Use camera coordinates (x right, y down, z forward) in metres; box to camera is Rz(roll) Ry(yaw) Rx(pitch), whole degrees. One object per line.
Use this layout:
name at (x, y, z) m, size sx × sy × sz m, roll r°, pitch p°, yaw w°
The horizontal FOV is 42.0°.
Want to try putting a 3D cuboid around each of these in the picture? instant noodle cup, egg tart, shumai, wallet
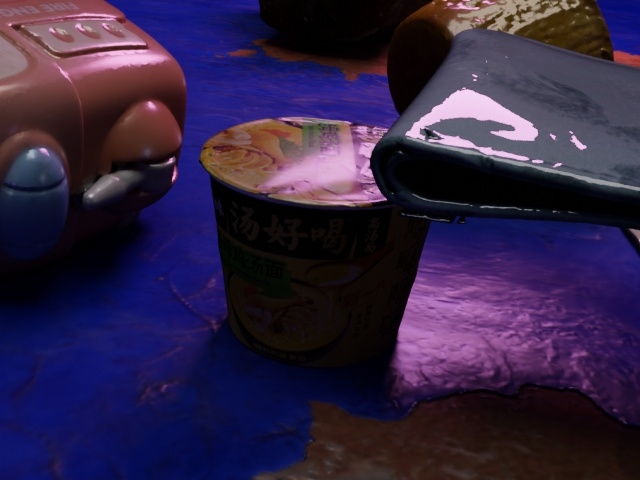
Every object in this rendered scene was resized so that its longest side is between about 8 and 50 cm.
instant noodle cup at (0.000, 0.000, 0.523) m, size 0.152 × 0.122 × 0.151 m, roll 3°, pitch 23°, yaw -1°
egg tart at (0.172, -0.173, 0.837) m, size 0.171 × 0.215 × 0.215 m, roll -24°, pitch 35°, yaw -21°
shumai at (0.037, -0.450, 1.296) m, size 0.398 × 0.324 × 0.323 m, roll 12°, pitch 40°, yaw 26°
wallet at (0.193, -0.053, 0.477) m, size 0.291 × 0.054 × 0.251 m, roll 16°, pitch 28°, yaw 13°

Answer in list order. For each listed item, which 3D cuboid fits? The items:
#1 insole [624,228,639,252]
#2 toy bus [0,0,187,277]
insole at (0.286, -0.001, 0.694) m, size 0.063 × 0.010 × 0.192 m, roll 8°, pitch 25°, yaw 7°
toy bus at (-0.228, -0.078, 0.600) m, size 0.232 × 0.194 × 0.288 m, roll 30°, pitch 33°, yaw 21°
